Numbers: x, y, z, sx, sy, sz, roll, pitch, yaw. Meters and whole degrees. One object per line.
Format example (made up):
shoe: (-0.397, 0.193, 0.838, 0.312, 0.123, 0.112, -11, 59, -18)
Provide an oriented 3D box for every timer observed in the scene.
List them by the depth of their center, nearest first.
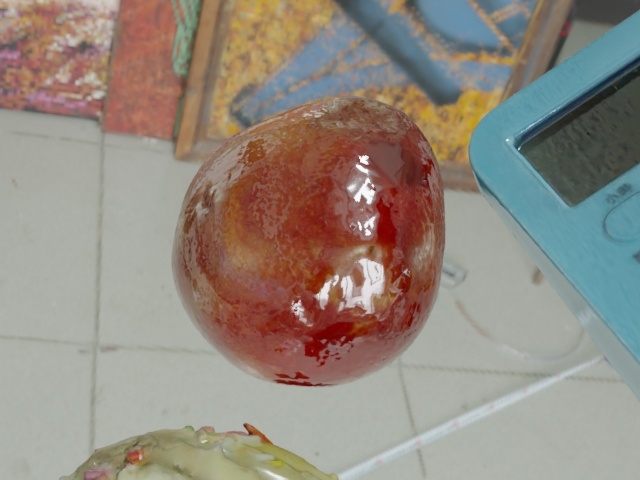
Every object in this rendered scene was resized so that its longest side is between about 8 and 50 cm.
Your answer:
timer: (0.230, -0.044, 0.621, 0.232, 0.091, 0.250, -35, 58, 3)

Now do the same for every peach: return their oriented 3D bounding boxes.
peach: (0.000, 0.000, 0.816, 0.199, 0.243, 0.243, 41, 31, -28)

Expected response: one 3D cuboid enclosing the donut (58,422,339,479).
donut: (-0.041, 0.154, 0.425, 0.175, 0.174, 0.068, 34, 17, 17)
